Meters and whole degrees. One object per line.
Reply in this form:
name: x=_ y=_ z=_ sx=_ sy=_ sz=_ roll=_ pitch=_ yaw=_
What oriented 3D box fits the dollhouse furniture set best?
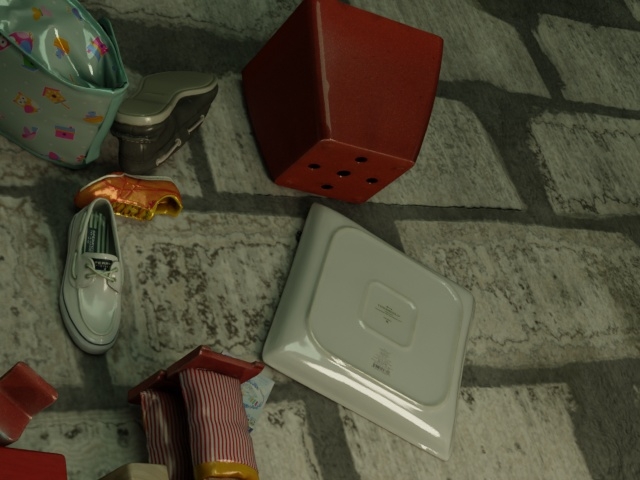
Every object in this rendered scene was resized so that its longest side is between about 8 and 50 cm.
dollhouse furniture set: x=-0.226 y=0.227 z=1.179 sx=0.374 sy=0.152 sz=0.201 roll=22 pitch=44 yaw=-47

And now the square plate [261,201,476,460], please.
square plate: x=0.101 y=0.130 z=1.627 sx=0.347 sy=0.049 sz=0.344 roll=30 pitch=46 yaw=-14

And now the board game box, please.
board game box: x=-0.119 y=0.213 z=1.435 sx=0.090 sy=0.020 sz=0.090 roll=34 pitch=45 yaw=-8

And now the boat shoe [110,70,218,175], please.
boat shoe: x=-0.248 y=-0.195 z=1.605 sx=0.112 sy=0.095 sz=0.335 roll=11 pitch=23 yaw=8

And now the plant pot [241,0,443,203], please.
plant pot: x=0.037 y=-0.215 z=1.723 sx=0.267 sy=0.267 sz=0.236 roll=12 pitch=63 yaw=-27

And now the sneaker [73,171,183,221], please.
sneaker: x=-0.280 y=-0.061 z=1.506 sx=0.175 sy=0.064 sz=0.067 roll=-5 pitch=57 yaw=-37

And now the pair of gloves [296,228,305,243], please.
pair of gloves: x=0.000 y=0.000 z=1.691 sx=0.074 sy=0.010 sz=0.083 roll=46 pitch=46 yaw=1

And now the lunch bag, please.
lunch bag: x=-0.399 y=-0.240 z=1.448 sx=0.262 sy=0.223 sz=0.160 roll=39 pitch=50 yaw=-4

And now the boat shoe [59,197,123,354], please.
boat shoe: x=-0.313 y=0.042 z=1.394 sx=0.083 sy=0.076 sz=0.226 roll=5 pitch=55 yaw=-31
